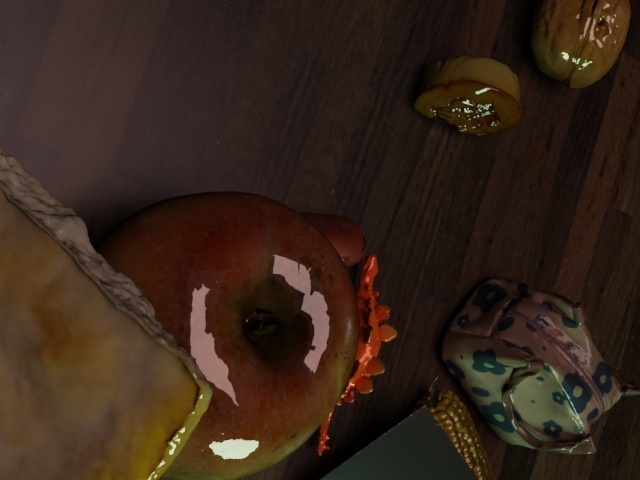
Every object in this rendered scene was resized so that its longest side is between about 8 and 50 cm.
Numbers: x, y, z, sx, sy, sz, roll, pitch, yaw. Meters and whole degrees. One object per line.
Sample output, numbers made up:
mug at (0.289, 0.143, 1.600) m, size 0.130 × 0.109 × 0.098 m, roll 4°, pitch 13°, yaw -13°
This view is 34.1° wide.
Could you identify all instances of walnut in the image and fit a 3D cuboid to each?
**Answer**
walnut at (0.394, -0.327, 1.589) m, size 0.144 × 0.144 × 0.180 m, roll 24°, pitch 90°, yaw -28°

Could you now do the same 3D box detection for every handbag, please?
handbag at (0.327, 0.191, 1.542) m, size 0.190 × 0.193 × 0.251 m, roll -48°, pitch 114°, yaw -23°

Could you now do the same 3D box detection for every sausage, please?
sausage at (0.000, 0.000, 1.418) m, size 0.141 × 0.076 × 0.076 m, roll 6°, pitch 90°, yaw -32°

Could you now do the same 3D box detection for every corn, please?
corn at (0.207, 0.350, 1.538) m, size 0.101 × 0.101 × 0.310 m, roll -29°, pitch 107°, yaw -25°

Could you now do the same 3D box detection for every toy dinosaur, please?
toy dinosaur at (0.047, 0.158, 1.427) m, size 0.070 × 0.117 × 0.288 m, roll 19°, pitch 81°, yaw -29°

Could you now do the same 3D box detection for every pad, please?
pad at (0.074, 0.386, 1.461) m, size 0.300 × 0.005 × 0.202 m, roll -36°, pitch 110°, yaw -3°

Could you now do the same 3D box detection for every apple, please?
apple at (-0.131, 0.111, 1.227) m, size 0.338 × 0.305 × 0.338 m, roll 6°, pitch 79°, yaw -32°

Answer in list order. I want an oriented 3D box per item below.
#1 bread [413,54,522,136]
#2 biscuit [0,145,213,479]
bread at (0.224, -0.211, 1.508) m, size 0.156 × 0.125 × 0.086 m, roll 20°, pitch 65°, yaw -24°
biscuit at (-0.340, 0.142, 1.075) m, size 0.429 × 0.104 × 0.446 m, roll 35°, pitch 105°, yaw 12°
